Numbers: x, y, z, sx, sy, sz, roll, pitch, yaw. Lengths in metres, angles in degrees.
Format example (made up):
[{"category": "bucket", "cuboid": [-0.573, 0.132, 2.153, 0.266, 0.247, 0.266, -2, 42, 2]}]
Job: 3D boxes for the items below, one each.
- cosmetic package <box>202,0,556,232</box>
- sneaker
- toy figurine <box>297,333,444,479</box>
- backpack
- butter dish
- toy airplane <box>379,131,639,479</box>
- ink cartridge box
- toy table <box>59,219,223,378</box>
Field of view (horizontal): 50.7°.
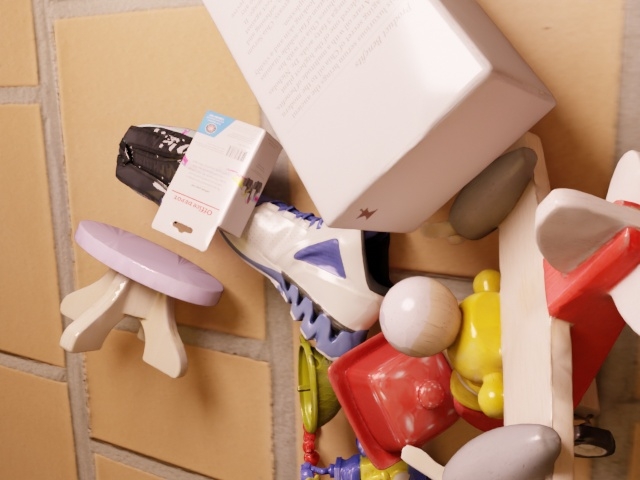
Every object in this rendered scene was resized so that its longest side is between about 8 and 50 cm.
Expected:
[{"category": "cosmetic package", "cuboid": [0.028, -0.255, 0.777, 0.230, 0.161, 0.453, -44, 61, 31]}, {"category": "sneaker", "cuboid": [0.001, 0.001, 0.955, 0.182, 0.127, 0.315, -48, 69, 16]}, {"category": "toy figurine", "cuboid": [0.078, 0.317, 0.990, 0.217, 0.191, 0.363, -1, 94, 1]}, {"category": "backpack", "cuboid": [-0.224, -0.108, 1.050, 0.181, 0.115, 0.152, 20, 89, 13]}, {"category": "butter dish", "cuboid": [0.118, 0.194, 0.860, 0.160, 0.159, 0.118, 64, 157, -1]}, {"category": "toy airplane", "cuboid": [0.196, 0.079, 0.683, 0.272, 0.386, 0.385, 5, 99, 7]}, {"category": "ink cartridge box", "cuboid": [-0.142, -0.075, 0.926, 0.104, 0.061, 0.181, 23, 83, 26]}, {"category": "toy table", "cuboid": [-0.300, 0.093, 1.092, 0.274, 0.252, 0.161, 26, 96, 33]}]
